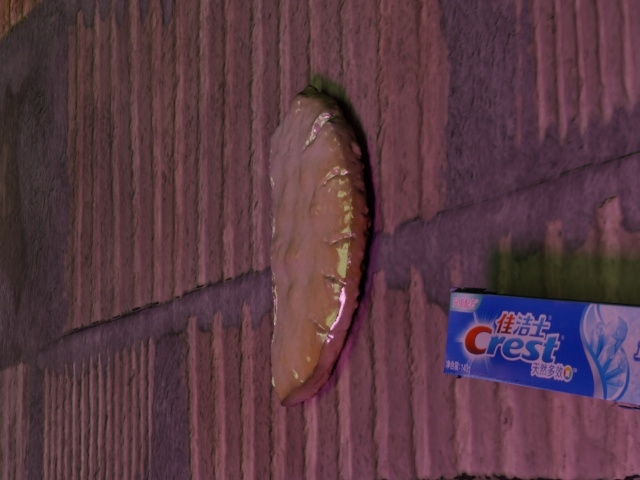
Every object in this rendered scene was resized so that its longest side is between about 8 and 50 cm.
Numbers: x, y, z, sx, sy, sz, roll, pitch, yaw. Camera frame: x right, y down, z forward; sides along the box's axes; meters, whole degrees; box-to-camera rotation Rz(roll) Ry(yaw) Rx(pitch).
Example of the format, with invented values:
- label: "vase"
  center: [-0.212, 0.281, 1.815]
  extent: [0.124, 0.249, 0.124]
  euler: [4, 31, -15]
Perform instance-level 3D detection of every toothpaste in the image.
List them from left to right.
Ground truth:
- label: "toothpaste"
  center: [0.176, 0.070, 1.007]
  extent: [0.272, 0.053, 0.066]
  euler: [2, 88, 61]

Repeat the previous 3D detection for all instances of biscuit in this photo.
- label: "biscuit"
  center: [-0.002, 0.000, 1.345]
  extent: [0.141, 0.038, 0.290]
  euler: [-10, 77, 59]
